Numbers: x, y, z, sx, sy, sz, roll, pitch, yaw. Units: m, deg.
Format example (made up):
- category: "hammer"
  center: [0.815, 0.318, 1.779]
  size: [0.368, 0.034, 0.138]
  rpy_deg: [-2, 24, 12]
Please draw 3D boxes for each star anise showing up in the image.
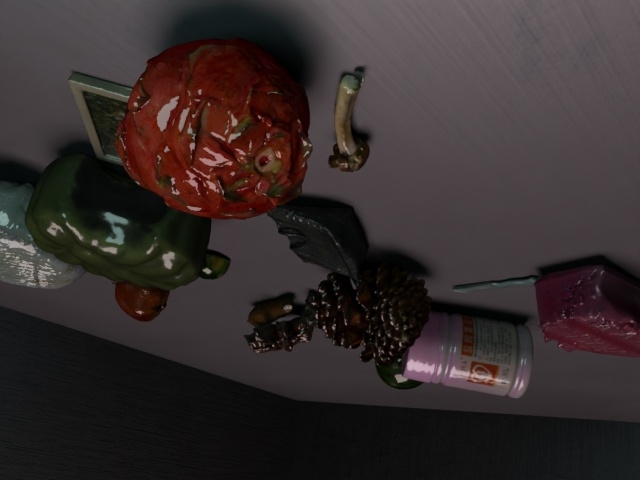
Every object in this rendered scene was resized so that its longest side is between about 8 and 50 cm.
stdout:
- category: "star anise"
  center: [-0.120, 0.308, 1.669]
  size: [0.223, 0.109, 0.236]
  rpy_deg: [-8, 166, -29]

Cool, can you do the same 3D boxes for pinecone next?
- category: "pinecone"
  center: [0.106, 0.157, 1.224]
  size: [0.292, 0.246, 0.246]
  rpy_deg: [12, 162, 39]

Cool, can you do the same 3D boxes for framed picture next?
- category: "framed picture"
  center: [-0.246, -0.163, 0.899]
  size: [0.324, 0.020, 0.240]
  rpy_deg: [15, 156, -8]

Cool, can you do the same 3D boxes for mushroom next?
- category: "mushroom"
  center: [0.040, -0.161, 0.738]
  size: [0.060, 0.061, 0.187]
  rpy_deg: [12, 152, 11]

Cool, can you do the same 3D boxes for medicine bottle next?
- category: "medicine bottle"
  center: [0.392, 0.303, 1.420]
  size: [0.315, 0.202, 0.202]
  rpy_deg: [8, 156, 5]

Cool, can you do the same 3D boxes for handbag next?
- category: "handbag"
  center: [0.000, 0.000, 1.086]
  size: [0.175, 0.089, 0.270]
  rpy_deg: [10, 157, 21]

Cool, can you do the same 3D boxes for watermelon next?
- category: "watermelon"
  center: [0.257, 0.388, 1.687]
  size: [0.214, 0.188, 0.188]
  rpy_deg: [-2, 153, 13]
- category: "watermelon"
  center: [-0.296, 0.073, 1.389]
  size: [0.105, 0.062, 0.105]
  rpy_deg: [4, 162, 1]

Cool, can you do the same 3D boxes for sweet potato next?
- category: "sweet potato"
  center: [-0.151, 0.226, 1.655]
  size: [0.075, 0.075, 0.273]
  rpy_deg: [25, 150, -27]

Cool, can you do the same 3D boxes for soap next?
- category: "soap"
  center: [0.598, 0.163, 1.113]
  size: [0.324, 0.127, 0.220]
  rpy_deg: [24, 154, -27]

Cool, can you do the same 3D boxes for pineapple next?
- category: "pineapple"
  center: [0.068, 0.222, 1.503]
  size: [0.248, 0.128, 0.128]
  rpy_deg: [16, 156, 4]

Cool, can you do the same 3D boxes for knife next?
- category: "knife"
  center: [0.403, 0.104, 1.206]
  size: [0.028, 0.015, 0.210]
  rpy_deg: [22, 155, -39]

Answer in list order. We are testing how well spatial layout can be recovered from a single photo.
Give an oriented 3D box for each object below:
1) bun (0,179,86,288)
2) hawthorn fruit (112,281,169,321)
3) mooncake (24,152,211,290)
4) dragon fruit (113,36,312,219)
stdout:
- category: "bun"
  center: [-0.701, -0.020, 1.204]
  size: [0.354, 0.194, 0.354]
  rpy_deg: [8, 153, 4]
- category: "hawthorn fruit"
  center: [-0.581, 0.158, 1.630]
  size: [0.203, 0.163, 0.163]
  rpy_deg: [28, 157, 6]
- category: "mooncake"
  center: [-0.399, -0.022, 1.058]
  size: [0.351, 0.187, 0.351]
  rpy_deg: [9, 161, 3]
- category: "dragon fruit"
  center: [-0.128, -0.136, 0.662]
  size: [0.241, 0.241, 0.252]
  rpy_deg: [23, 165, -24]
